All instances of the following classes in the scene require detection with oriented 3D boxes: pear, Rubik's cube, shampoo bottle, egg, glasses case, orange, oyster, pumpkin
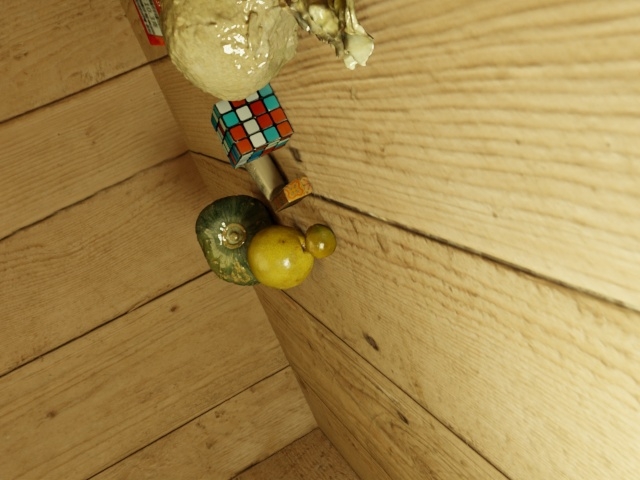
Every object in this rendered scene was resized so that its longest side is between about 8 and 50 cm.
[{"bbox_3d":[-0.118,0.051,1.977,0.208,0.209,0.208,55,164,25],"label":"pear"},{"bbox_3d":[-0.180,-0.292,1.644,0.151,0.155,0.154,62,165,0],"label":"Rubik's cube"},{"bbox_3d":[-0.193,-0.242,1.926,0.256,0.078,0.127,56,160,18],"label":"shampoo bottle"},{"bbox_3d":[-0.173,-0.419,1.214,0.279,0.279,0.310,50,149,39],"label":"egg"},{"bbox_3d":[-0.084,-0.126,1.776,0.049,0.075,0.218,65,166,-1],"label":"glasses case"},{"bbox_3d":[0.000,0.000,1.703,0.085,0.085,0.095,22,131,68],"label":"orange"},{"bbox_3d":[-0.009,-0.401,0.953,0.351,0.115,0.238,58,165,15],"label":"oyster"},{"bbox_3d":[-0.288,0.005,2.284,0.257,0.292,0.327,-11,-93,-80],"label":"pumpkin"}]

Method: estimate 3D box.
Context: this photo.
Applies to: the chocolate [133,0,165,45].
[{"bbox_3d":[-0.302,-0.576,1.418,0.108,0.235,0.237,35,151,38],"label":"chocolate"}]
